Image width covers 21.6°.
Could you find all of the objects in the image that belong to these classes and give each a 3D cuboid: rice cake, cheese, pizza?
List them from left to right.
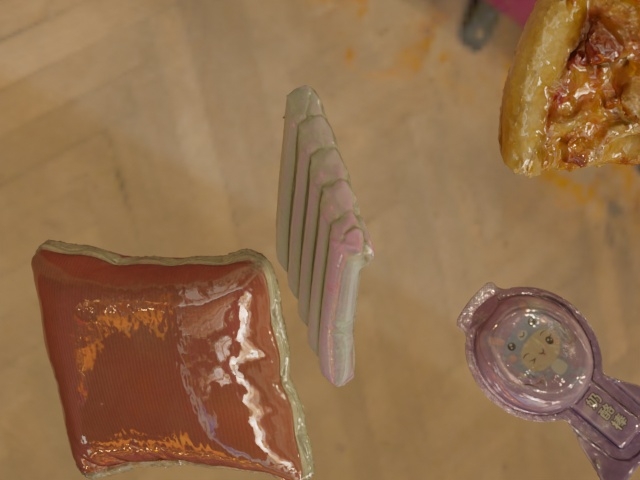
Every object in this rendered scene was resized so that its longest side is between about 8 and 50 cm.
[{"bbox_3d":[0.000,0.000,1.445,0.037,0.189,0.198,-10,146,-14],"label":"rice cake"},{"bbox_3d":[0.194,0.109,1.356,0.191,0.042,0.105,39,78,1],"label":"cheese"},{"bbox_3d":[0.275,-0.146,1.184,0.226,0.086,0.335,45,103,-5],"label":"pizza"}]

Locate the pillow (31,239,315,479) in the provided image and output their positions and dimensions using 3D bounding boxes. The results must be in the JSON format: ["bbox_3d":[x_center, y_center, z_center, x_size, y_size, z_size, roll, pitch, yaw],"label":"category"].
[{"bbox_3d":[-0.095,0.078,1.097,0.075,0.179,0.171,-45,131,-57],"label":"pillow"}]
